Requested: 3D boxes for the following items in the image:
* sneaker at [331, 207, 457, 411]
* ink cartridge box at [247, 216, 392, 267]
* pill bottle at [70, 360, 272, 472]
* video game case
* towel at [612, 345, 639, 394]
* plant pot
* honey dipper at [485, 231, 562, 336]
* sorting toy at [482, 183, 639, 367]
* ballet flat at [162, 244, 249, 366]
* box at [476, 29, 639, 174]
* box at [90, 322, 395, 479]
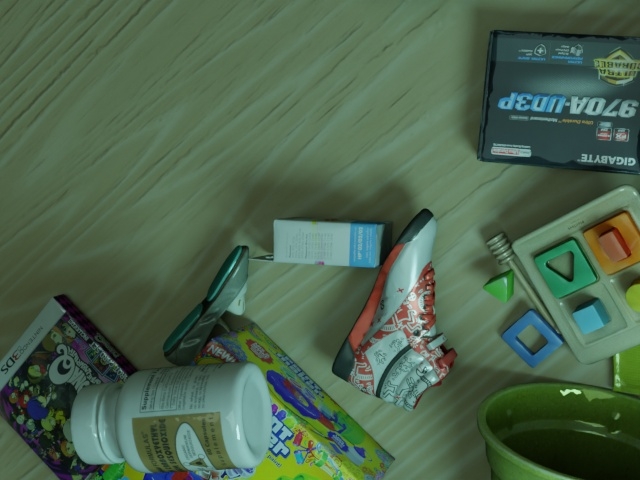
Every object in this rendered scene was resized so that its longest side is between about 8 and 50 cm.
[{"bbox_3d":[0.135,0.101,1.344,0.145,0.090,0.270,29,104,12],"label":"sneaker"},{"bbox_3d":[0.000,0.000,1.367,0.181,0.104,0.061,3,93,16],"label":"ink cartridge box"},{"bbox_3d":[-0.187,0.224,1.236,0.229,0.131,0.131,-6,91,15],"label":"pill bottle"},{"bbox_3d":[-0.389,0.236,1.524,0.232,0.042,0.210,44,104,9],"label":"video game case"},{"bbox_3d":[0.422,0.087,1.264,0.102,0.021,0.237,5,103,37],"label":"towel"},{"bbox_3d":[0.318,0.349,1.234,0.276,0.276,0.254,10,108,15],"label":"plant pot"},{"bbox_3d":[0.278,0.063,1.331,0.030,0.030,0.160,-33,86,15],"label":"honey dipper"},{"bbox_3d":[0.357,0.051,1.238,0.348,0.047,0.196,-31,91,34],"label":"sorting toy"},{"bbox_3d":[-0.150,0.102,1.445,0.068,0.072,0.213,34,103,-16],"label":"ballet flat"},{"bbox_3d":[0.324,-0.181,1.293,0.220,0.051,0.175,7,95,15],"label":"box"},{"bbox_3d":[-0.104,0.319,1.378,0.290,0.177,0.279,43,102,10],"label":"box"}]
